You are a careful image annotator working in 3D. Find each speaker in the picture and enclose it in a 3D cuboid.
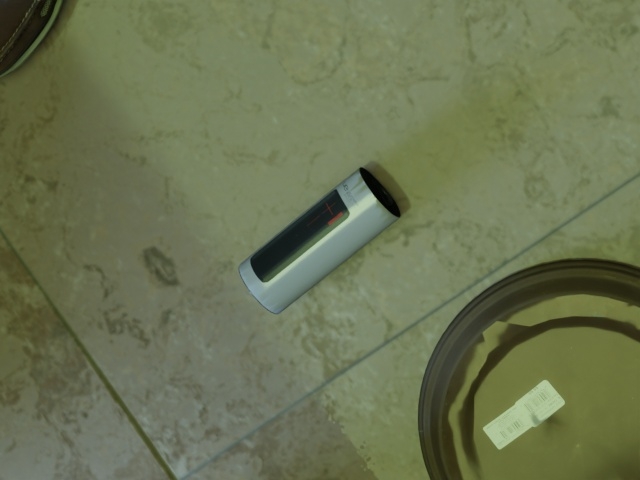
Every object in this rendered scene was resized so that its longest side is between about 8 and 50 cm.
[{"bbox_3d":[0.000,0.000,1.445,0.136,0.055,0.055,-38,90,15],"label":"speaker"}]

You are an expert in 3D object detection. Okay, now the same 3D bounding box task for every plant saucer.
[{"bbox_3d":[0.215,0.155,1.433,0.278,0.041,0.278,2,100,12],"label":"plant saucer"}]

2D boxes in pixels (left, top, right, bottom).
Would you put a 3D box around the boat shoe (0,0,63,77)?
[{"bbox_3d":[-0.249,-0.251,1.435,0.095,0.095,0.257,27,103,6],"label":"boat shoe"}]
